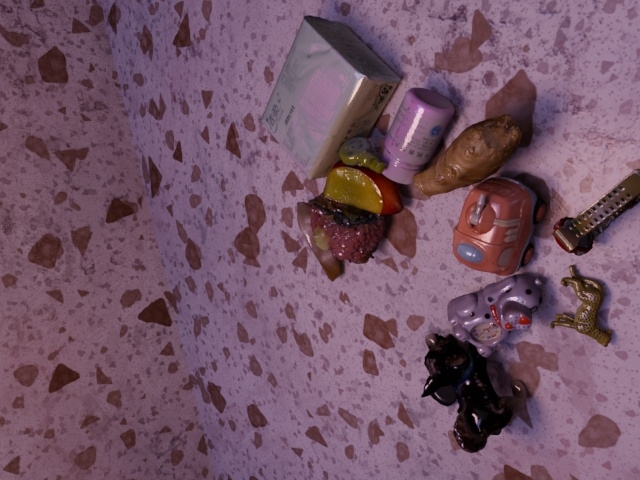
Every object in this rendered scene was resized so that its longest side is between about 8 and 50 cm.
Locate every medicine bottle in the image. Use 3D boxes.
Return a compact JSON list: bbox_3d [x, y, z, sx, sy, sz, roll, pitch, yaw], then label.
[{"bbox_3d":[0.273,-0.301,1.579,0.152,0.152,0.254,44,131,29],"label":"medicine bottle"}]

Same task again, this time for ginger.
[{"bbox_3d":[0.389,-0.230,1.436,0.166,0.236,0.375,45,172,-14],"label":"ginger"}]

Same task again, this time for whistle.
[{"bbox_3d":[0.133,-0.252,1.641,0.198,0.104,0.057,45,168,46],"label":"whistle"}]

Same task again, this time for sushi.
[{"bbox_3d":[0.076,-0.046,1.813,0.270,0.236,0.171,37,139,35],"label":"sushi"}]

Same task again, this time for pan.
[{"bbox_3d":[0.393,0.438,1.756,0.115,0.040,0.212,12,118,45],"label":"pan"}]

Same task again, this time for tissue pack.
[{"bbox_3d":[0.018,-0.455,1.763,0.332,0.205,0.405,52,134,23],"label":"tissue pack"}]

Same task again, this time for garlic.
[{"bbox_3d":[-0.001,-0.001,1.982,0.112,0.143,0.318,-18,93,5],"label":"garlic"}]

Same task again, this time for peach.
[{"bbox_3d":[0.156,-0.185,1.727,0.267,0.159,0.154,21,129,29],"label":"peach"}]

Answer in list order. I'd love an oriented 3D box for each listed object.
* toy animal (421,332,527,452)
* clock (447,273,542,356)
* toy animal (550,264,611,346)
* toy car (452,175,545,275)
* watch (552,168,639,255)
[{"bbox_3d":[0.408,0.411,1.542,0.344,0.303,0.194,55,132,19],"label":"toy animal"},{"bbox_3d":[0.502,0.187,1.488,0.254,0.189,0.189,-39,73,38],"label":"clock"},{"bbox_3d":[0.672,0.164,1.366,0.136,0.073,0.181,15,100,35],"label":"toy animal"},{"bbox_3d":[0.448,-0.029,1.427,0.180,0.212,0.270,27,121,39],"label":"toy car"},{"bbox_3d":[0.652,-0.070,1.231,0.102,0.165,0.268,55,137,18],"label":"watch"}]
